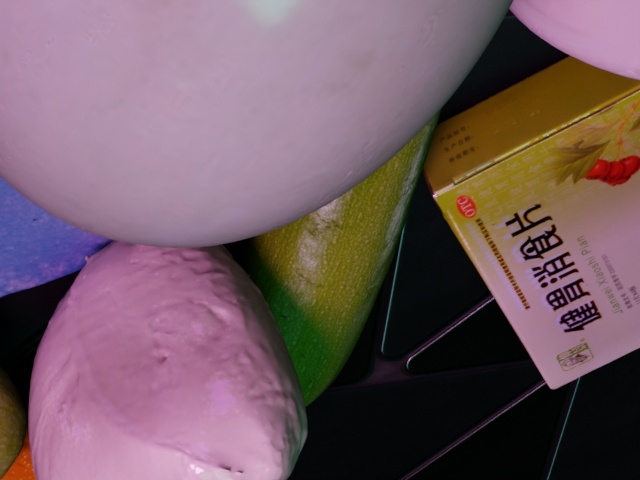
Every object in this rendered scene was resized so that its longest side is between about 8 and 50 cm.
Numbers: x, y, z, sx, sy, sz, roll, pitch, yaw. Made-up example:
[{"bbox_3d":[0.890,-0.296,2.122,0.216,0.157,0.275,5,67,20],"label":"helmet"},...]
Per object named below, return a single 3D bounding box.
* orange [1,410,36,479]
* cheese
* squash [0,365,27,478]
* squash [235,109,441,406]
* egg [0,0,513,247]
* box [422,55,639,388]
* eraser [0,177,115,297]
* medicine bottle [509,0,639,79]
[{"bbox_3d":[-0.178,0.202,1.157,0.193,0.161,0.193,-7,142,-6],"label":"orange"},{"bbox_3d":[-0.103,0.109,1.009,0.154,0.198,0.189,-5,142,-21],"label":"cheese"},{"bbox_3d":[-0.295,0.098,1.013,0.247,0.132,0.132,17,127,-29],"label":"squash"},{"bbox_3d":[0.000,0.000,1.055,0.101,0.101,0.379,2,130,-22],"label":"squash"},{"bbox_3d":[-0.042,-0.159,0.740,0.276,0.276,0.389,8,137,-27],"label":"egg"},{"bbox_3d":[0.192,-0.016,1.134,0.175,0.062,0.260,-27,138,8],"label":"box"},{"bbox_3d":[-0.224,-0.077,0.931,0.144,0.043,0.312,-18,138,-2],"label":"eraser"},{"bbox_3d":[0.196,-0.273,0.759,0.211,0.211,0.371,-9,136,-11],"label":"medicine bottle"}]
